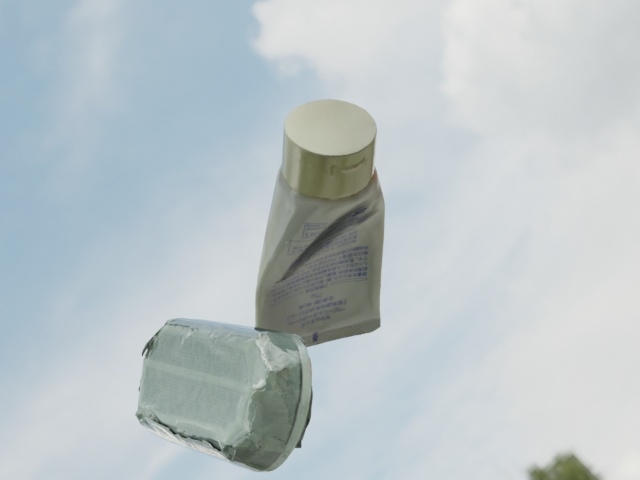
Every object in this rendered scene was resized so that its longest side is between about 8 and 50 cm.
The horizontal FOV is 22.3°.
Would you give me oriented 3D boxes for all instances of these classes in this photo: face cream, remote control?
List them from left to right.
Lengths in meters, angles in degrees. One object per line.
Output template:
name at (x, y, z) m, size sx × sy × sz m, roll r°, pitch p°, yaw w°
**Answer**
remote control at (-0.077, 0.112, 1.225) m, size 0.052 × 0.247 × 0.104 m, roll 15°, pitch -97°, yaw -27°
face cream at (0.000, 0.000, 1.268) m, size 0.114 × 0.070 × 0.224 m, roll -13°, pitch -46°, yaw -18°
